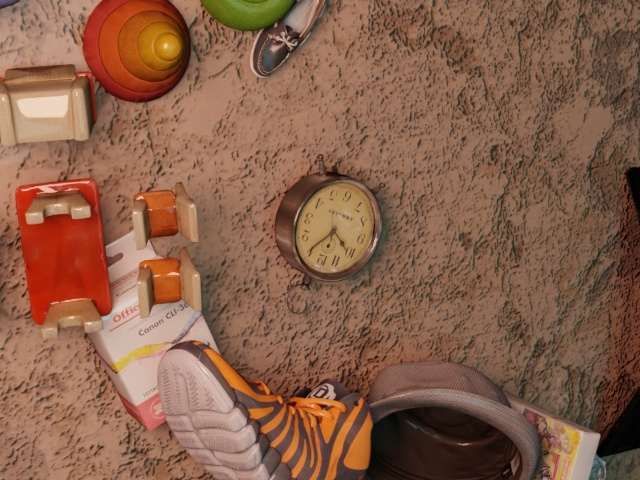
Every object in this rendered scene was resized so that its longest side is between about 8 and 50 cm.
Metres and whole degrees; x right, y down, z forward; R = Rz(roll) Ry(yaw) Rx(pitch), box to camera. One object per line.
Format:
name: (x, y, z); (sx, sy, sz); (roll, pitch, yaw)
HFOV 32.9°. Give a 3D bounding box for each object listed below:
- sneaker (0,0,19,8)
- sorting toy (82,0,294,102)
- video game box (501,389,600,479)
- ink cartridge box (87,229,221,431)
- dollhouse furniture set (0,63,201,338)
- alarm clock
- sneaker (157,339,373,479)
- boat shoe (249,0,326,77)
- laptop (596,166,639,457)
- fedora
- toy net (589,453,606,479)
sneaker: (-0.421, -0.260, 0.941); (0.315, 0.127, 0.182); (42, 76, -35)
sorting toy: (-0.077, -0.273, 1.146); (0.366, 0.126, 0.127); (-37, 113, -14)
video game box: (0.282, 0.331, 1.507); (0.048, 0.187, 0.205); (10, 96, -34)
ink cartridge box: (-0.195, 0.098, 1.211); (0.115, 0.067, 0.198); (-33, 118, -22)
dollhouse furniture set: (-0.264, -0.038, 1.091); (0.262, 0.135, 0.259); (-6, 109, -12)
alarm clock: (0.000, 0.000, 1.317); (0.129, 0.064, 0.192); (23, 87, -35)
sneaker: (-0.054, 0.200, 1.245); (0.180, 0.125, 0.321); (-51, 126, -34)
boat shoe: (-0.035, -0.241, 1.249); (0.046, 0.038, 0.125); (42, 78, -31)
laptop: (0.609, 0.106, 1.768); (0.382, 0.236, 0.407); (-5, 133, -32)
fedora: (0.150, 0.239, 1.409); (0.276, 0.124, 0.243); (18, 130, -12)
toy net: (0.371, 0.351, 1.622); (0.232, 0.045, 0.122); (13, 65, -41)
